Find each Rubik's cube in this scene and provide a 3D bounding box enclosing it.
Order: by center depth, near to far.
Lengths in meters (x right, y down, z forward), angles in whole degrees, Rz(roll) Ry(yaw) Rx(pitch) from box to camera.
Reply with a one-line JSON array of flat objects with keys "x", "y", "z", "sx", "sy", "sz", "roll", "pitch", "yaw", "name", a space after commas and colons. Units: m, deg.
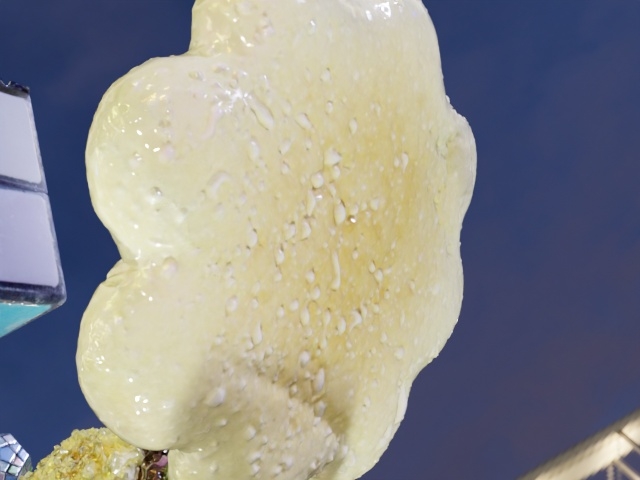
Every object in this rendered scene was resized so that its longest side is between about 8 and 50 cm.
[{"x": -0.543, "y": -0.022, "z": 1.256, "sx": 0.318, "sy": 0.313, "sz": 0.316, "roll": -26, "pitch": -20, "yaw": 30, "name": "Rubik's cube"}, {"x": -0.446, "y": 0.312, "z": 1.387, "sx": 0.111, "sy": 0.111, "sz": 0.093, "roll": -6, "pitch": -97, "yaw": -39, "name": "Rubik's cube"}]

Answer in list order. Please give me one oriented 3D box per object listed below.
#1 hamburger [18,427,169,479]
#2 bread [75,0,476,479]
[{"x": -0.172, "y": 0.235, "z": 0.757, "sx": 0.138, "sy": 0.243, "sz": 0.262, "roll": 27, "pitch": -90, "yaw": -16, "name": "hamburger"}, {"x": 0.000, "y": 0.000, "z": 0.538, "sx": 0.316, "sy": 0.054, "sz": 0.316, "roll": -19, "pitch": -66, "yaw": -51, "name": "bread"}]
